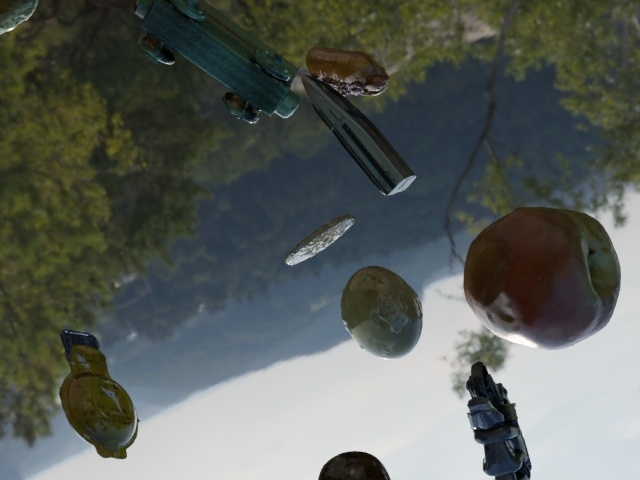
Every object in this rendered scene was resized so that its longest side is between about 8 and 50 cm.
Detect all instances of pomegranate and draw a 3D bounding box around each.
[{"bbox_3d":[0.048,0.373,1.443,0.130,0.130,0.130,-26,177,-1],"label":"pomegranate"}]

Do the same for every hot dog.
[{"bbox_3d":[0.045,-0.326,1.912,0.076,0.102,0.249,-56,-143,-7],"label":"hot dog"}]

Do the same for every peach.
[{"bbox_3d":[0.309,0.055,1.412,0.214,0.214,0.235,-24,-170,-36],"label":"peach"}]

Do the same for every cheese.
[{"bbox_3d":[-0.409,0.278,1.787,0.069,0.270,0.177,-39,147,24],"label":"cheese"}]

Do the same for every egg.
[{"bbox_3d":[0.128,0.147,2.001,0.164,0.201,0.164,-27,-173,3],"label":"egg"}]

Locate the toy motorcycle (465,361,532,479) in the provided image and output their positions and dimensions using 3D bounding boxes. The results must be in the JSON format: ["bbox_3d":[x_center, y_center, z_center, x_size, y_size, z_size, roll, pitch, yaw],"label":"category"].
[{"bbox_3d":[0.216,0.241,1.182,0.061,0.193,0.124,-15,-143,17],"label":"toy motorcycle"}]

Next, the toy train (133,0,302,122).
[{"bbox_3d":[-0.153,-0.293,1.504,0.116,0.285,0.177,-53,-168,21],"label":"toy train"}]

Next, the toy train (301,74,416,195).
[{"bbox_3d":[0.053,-0.181,1.545,0.055,0.252,0.048,-23,160,-46],"label":"toy train"}]

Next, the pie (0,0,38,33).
[{"bbox_3d":[-0.662,-0.517,1.866,0.306,0.306,0.071,-27,178,19],"label":"pie"}]

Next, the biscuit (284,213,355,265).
[{"bbox_3d":[0.000,0.000,1.768,0.152,0.020,0.152,-33,169,-7],"label":"biscuit"}]
